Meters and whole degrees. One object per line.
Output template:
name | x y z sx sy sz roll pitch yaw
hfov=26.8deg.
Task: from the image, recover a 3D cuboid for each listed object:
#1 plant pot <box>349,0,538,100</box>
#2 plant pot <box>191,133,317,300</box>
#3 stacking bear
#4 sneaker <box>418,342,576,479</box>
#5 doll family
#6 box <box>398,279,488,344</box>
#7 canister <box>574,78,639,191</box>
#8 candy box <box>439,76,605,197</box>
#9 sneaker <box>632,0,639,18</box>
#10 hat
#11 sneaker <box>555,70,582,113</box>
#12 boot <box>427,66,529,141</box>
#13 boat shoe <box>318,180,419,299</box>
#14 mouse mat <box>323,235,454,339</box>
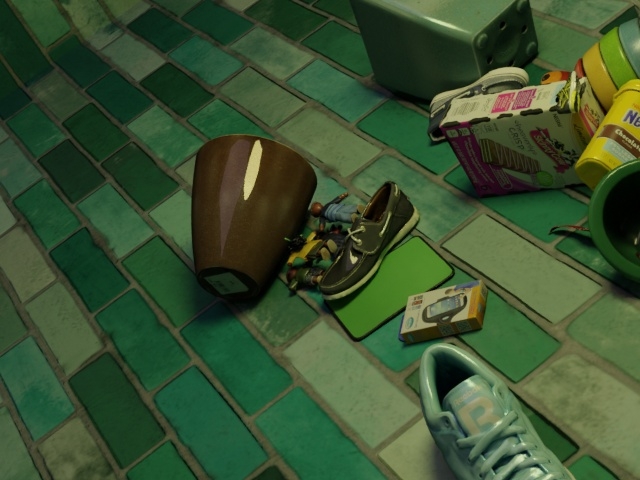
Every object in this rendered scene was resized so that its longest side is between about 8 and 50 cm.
plant pot | 0.243 -0.390 2.400 0.248 0.247 0.252 -42 51 -17
plant pot | -0.132 -0.023 2.260 0.215 0.215 0.230 -10 52 32
stacking bear | 0.460 -0.251 2.081 0.289 0.164 0.175 -29 30 26
sneaker | 0.200 0.249 1.610 0.135 0.150 0.366 -35 31 -4
doll family | 0.000 0.000 2.215 0.111 0.076 0.193 3 41 50
box | 0.173 0.105 1.953 0.136 0.028 0.081 -13 36 25
canister | 0.456 -0.134 1.952 0.170 0.126 0.073 -54 7 -29
candy box | 0.322 -0.154 2.060 0.233 0.159 0.071 -7 41 36
sneaker | 0.641 -0.392 2.148 0.366 0.210 0.137 38 70 21
hat | 0.454 -0.015 1.882 0.173 0.183 0.208 -41 73 -2
sneaker | 0.355 -0.214 1.934 0.035 0.031 0.083 -11 40 24
boot | 0.272 -0.228 2.309 0.190 0.069 0.086 -21 39 32
boat shoe | 0.065 0.001 2.139 0.084 0.079 0.233 5 46 48
mouse mat | 0.104 0.071 2.081 0.190 0.007 0.152 -34 31 -4
